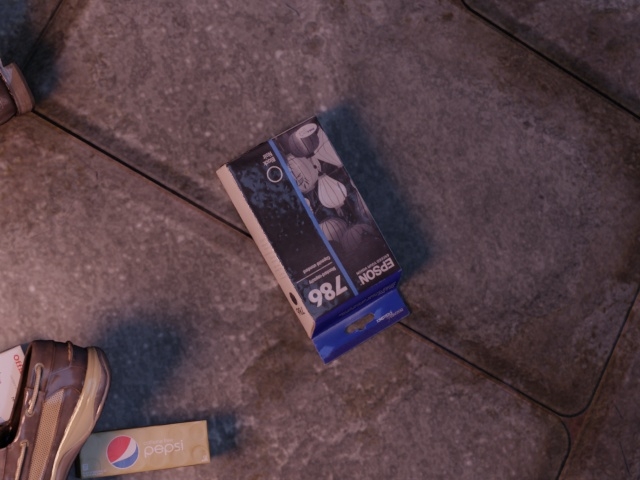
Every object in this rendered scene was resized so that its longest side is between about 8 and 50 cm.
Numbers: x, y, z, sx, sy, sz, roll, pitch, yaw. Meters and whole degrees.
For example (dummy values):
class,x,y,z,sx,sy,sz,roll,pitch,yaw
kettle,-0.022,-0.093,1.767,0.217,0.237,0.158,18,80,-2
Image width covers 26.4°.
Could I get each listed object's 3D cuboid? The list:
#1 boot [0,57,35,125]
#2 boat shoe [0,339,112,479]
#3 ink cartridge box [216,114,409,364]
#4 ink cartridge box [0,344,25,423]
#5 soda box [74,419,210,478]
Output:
class,x,y,z,sx,sy,sz,roll,pitch,yaw
boot,-0.534,-0.215,1.832,0.229,0.091,0.263,-35,96,-23
boat shoe,-0.393,0.289,1.774,0.130,0.132,0.355,24,85,-19
ink cartridge box,0.000,0.000,1.997,0.165,0.065,0.333,-31,93,-20
ink cartridge box,-0.443,0.203,1.828,0.122,0.052,0.089,-23,90,-21
soda box,-0.246,0.287,1.878,0.181,0.058,0.061,-4,83,-18
